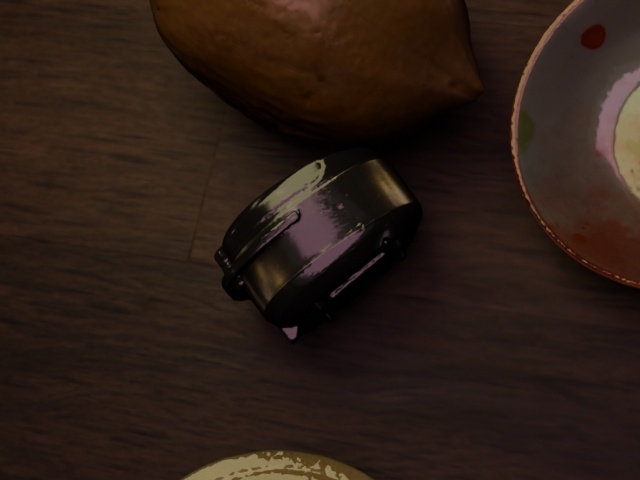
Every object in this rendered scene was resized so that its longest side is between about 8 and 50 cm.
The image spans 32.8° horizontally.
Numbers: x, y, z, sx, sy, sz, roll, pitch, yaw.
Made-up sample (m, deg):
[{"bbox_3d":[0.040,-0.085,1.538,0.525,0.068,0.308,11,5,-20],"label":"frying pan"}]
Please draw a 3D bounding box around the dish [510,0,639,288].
[{"bbox_3d":[0.281,-0.083,0.821,0.260,0.085,0.260,-6,77,27],"label":"dish"}]

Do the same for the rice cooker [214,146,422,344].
[{"bbox_3d":[0.000,0.000,0.858,0.165,0.112,0.106,-44,75,-2],"label":"rice cooker"}]

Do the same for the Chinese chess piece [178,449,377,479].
[{"bbox_3d":[-0.030,0.262,0.742,0.251,0.097,0.250,-1,48,1],"label":"Chinese chess piece"}]

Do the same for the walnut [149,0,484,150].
[{"bbox_3d":[-0.005,-0.175,0.872,0.298,0.203,0.203,32,82,17],"label":"walnut"}]
